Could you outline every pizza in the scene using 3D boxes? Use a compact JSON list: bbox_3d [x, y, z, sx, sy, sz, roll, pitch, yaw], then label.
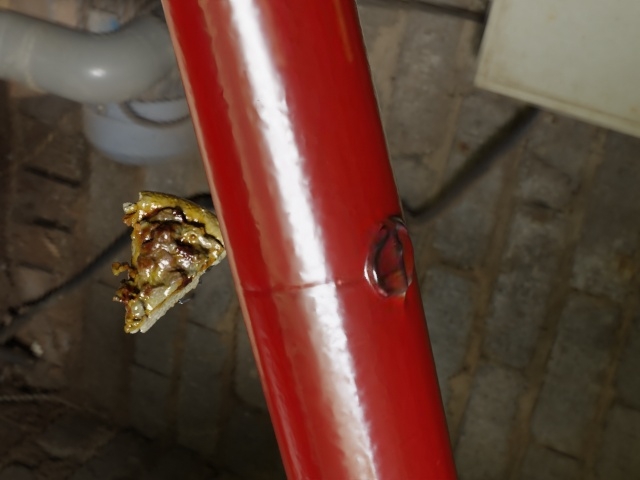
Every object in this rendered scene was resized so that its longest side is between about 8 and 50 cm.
[{"bbox_3d":[-0.205,0.031,1.511,0.194,0.154,0.069,-68,-169,-21],"label":"pizza"}]

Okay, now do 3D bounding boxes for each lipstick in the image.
[{"bbox_3d":[-0.001,0.000,0.432,0.073,0.073,0.280,-40,121,-54],"label":"lipstick"}]
